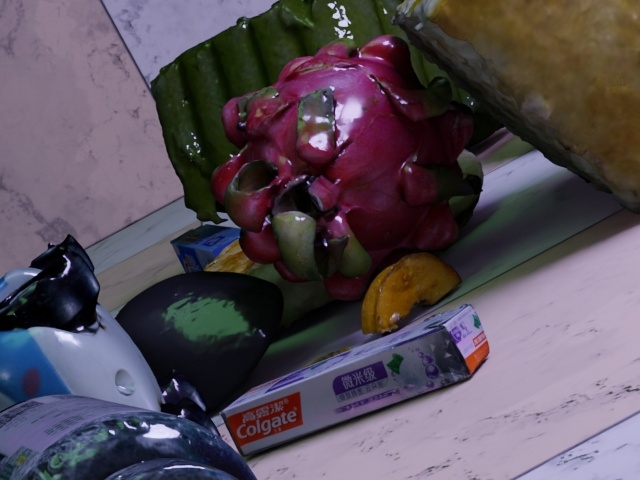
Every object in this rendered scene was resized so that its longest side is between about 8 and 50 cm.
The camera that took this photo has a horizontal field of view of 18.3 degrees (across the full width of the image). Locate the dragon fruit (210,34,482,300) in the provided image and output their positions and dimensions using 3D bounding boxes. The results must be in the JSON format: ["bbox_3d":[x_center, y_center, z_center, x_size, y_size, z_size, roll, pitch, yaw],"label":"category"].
[{"bbox_3d":[0.008,-0.049,1.618,0.273,0.218,0.198,-42,-9,-35],"label":"dragon fruit"}]

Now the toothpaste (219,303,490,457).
[{"bbox_3d":[0.022,0.095,1.337,0.196,0.040,0.047,-23,5,32],"label":"toothpaste"}]

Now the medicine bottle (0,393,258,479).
[{"bbox_3d":[-0.109,0.154,1.032,0.141,0.141,0.293,-31,8,-18],"label":"medicine bottle"}]

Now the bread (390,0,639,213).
[{"bbox_3d":[0.217,-0.203,1.591,0.264,0.239,0.395,-54,4,5],"label":"bread"}]

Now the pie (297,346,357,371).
[{"bbox_3d":[-0.001,0.100,1.450,0.084,0.021,0.084,-28,8,4],"label":"pie"}]

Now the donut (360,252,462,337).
[{"bbox_3d":[0.064,0.047,1.539,0.038,0.067,0.083,-8,53,51],"label":"donut"}]

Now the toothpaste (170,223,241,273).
[{"bbox_3d":[-0.108,0.024,2.147,0.053,0.066,0.272,-29,8,-10],"label":"toothpaste"}]

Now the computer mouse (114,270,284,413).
[{"bbox_3d":[-0.126,0.078,1.673,0.147,0.088,0.264,-56,16,-24],"label":"computer mouse"}]

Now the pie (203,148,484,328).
[{"bbox_3d":[0.000,0.000,1.862,0.339,0.077,0.339,-28,13,7],"label":"pie"}]

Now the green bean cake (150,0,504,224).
[{"bbox_3d":[0.023,-0.144,2.197,0.335,0.218,0.319,-19,-8,39],"label":"green bean cake"}]

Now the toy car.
[{"bbox_3d":[-0.193,0.121,1.394,0.190,0.188,0.255,-37,11,-5],"label":"toy car"}]
